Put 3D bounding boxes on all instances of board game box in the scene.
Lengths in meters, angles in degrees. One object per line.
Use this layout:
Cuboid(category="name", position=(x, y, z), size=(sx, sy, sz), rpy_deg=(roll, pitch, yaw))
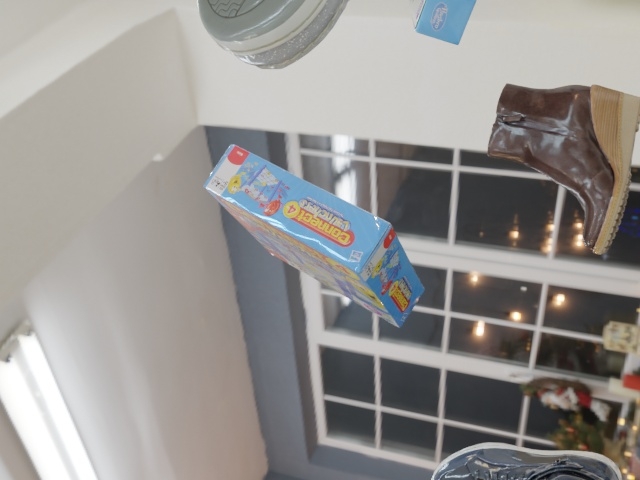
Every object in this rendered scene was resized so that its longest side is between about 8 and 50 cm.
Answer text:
Cuboid(category="board game box", position=(0.000, 0.000, 1.163), size=(0.086, 0.308, 0.302), rpy_deg=(-57, -27, -9))
Cuboid(category="board game box", position=(0.194, -0.441, 0.995), size=(0.316, 0.064, 0.242), rpy_deg=(-85, 13, -58))

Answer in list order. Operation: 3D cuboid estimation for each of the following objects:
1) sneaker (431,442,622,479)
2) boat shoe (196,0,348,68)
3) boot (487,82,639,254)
Cuboid(category="sneaker", position=(0.222, 0.292, 0.800), size=(0.163, 0.226, 0.086), rpy_deg=(-2, -99, -67))
Cuboid(category="boat shoe", position=(0.010, -0.224, 0.470), size=(0.103, 0.118, 0.320), rpy_deg=(50, -140, -41))
Cuboid(category="boot", position=(0.355, -0.113, 1.051), size=(0.090, 0.207, 0.248), rpy_deg=(17, -97, -64))
